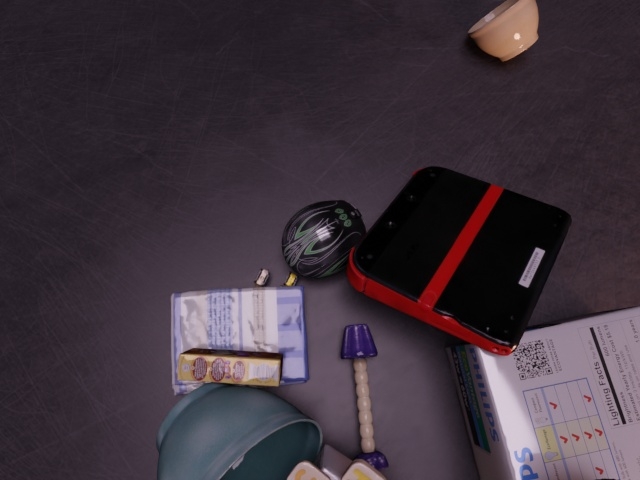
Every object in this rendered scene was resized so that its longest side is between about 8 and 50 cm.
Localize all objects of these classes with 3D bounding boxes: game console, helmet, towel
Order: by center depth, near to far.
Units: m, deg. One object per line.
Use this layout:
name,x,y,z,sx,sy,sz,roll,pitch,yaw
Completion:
game console,0.273,0.011,0.957,0.341,0.060,0.387,26,54,22
towel,-0.169,0.202,1.001,0.284,0.034,0.210,-4,84,-2
helmet,0.000,0.000,1.017,0.161,0.169,0.170,-27,76,-25

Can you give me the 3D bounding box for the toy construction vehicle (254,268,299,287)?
toy construction vehicle,-0.104,0.104,1.047,0.085,0.035,0.098,26,78,-5

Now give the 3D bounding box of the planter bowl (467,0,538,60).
planter bowl,0.456,-0.508,1.171,0.162,0.162,0.109,-41,105,-11

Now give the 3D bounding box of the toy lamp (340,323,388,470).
toy lamp,0.086,0.307,0.968,0.080,0.080,0.275,-6,75,-3

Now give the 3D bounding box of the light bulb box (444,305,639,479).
light bulb box,0.468,0.329,0.893,0.360,0.225,0.358,-11,75,-3

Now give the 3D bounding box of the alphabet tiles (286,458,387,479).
alphabet tiles,0.030,0.504,0.777,0.278,0.021,0.284,38,90,4

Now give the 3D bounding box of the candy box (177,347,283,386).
candy box,-0.167,0.240,0.924,0.186,0.109,0.053,3,83,-2

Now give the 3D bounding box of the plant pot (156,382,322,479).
plant pot,-0.168,0.379,0.861,0.196,0.293,0.293,32,75,35

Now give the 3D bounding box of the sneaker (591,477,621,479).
sneaker,0.401,0.533,0.656,0.157,0.182,0.411,-1,98,-6

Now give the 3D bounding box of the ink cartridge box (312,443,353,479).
ink cartridge box,0.016,0.546,0.846,0.201,0.117,0.278,33,90,4
